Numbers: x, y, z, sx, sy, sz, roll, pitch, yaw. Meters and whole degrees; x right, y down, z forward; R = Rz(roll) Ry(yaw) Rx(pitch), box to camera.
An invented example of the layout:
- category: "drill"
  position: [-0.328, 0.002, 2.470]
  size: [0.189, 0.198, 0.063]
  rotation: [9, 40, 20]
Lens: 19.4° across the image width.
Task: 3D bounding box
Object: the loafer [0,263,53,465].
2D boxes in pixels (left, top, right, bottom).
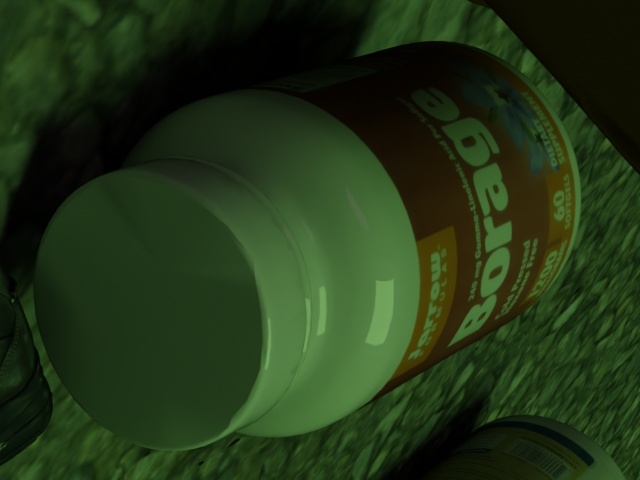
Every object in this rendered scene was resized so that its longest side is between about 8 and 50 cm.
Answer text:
- category: "loafer"
  position: [-0.148, 0.057, 0.534]
  size: [0.170, 0.062, 0.061]
  rotation: [-39, 132, -47]

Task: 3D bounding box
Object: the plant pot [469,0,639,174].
- category: "plant pot"
  position: [0.172, -0.123, 0.587]
  size: [0.291, 0.203, 0.291]
  rotation: [-21, 157, -9]

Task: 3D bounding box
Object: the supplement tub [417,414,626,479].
- category: "supplement tub"
  position: [0.105, 0.215, 1.222]
  size: [0.199, 0.144, 0.144]
  rotation: [-31, 149, -48]

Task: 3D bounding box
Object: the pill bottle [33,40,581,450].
- category: "pill bottle"
  position: [0.000, 0.000, 0.673]
  size: [0.216, 0.121, 0.121]
  rotation: [-24, 143, -57]
